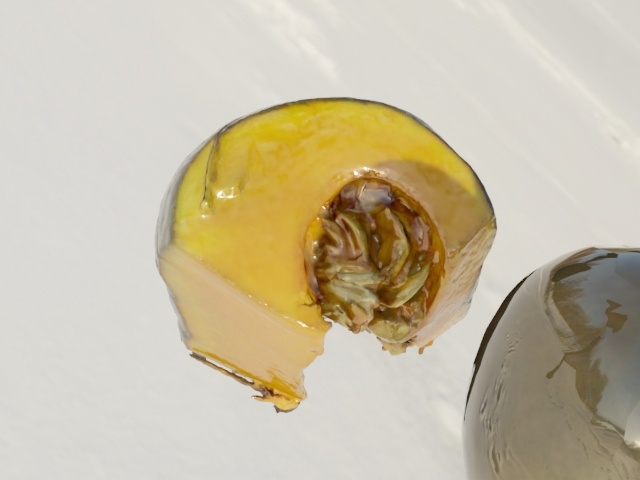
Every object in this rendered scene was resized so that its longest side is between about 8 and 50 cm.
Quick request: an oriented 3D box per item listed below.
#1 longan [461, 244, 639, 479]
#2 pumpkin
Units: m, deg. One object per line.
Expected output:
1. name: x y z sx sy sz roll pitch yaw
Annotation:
1. longan: 0.153 0.095 0.631 0.189 0.189 0.189 39 20 -17
2. pumpkin: 0.000 0.000 1.172 0.256 0.303 0.225 57 -18 15
